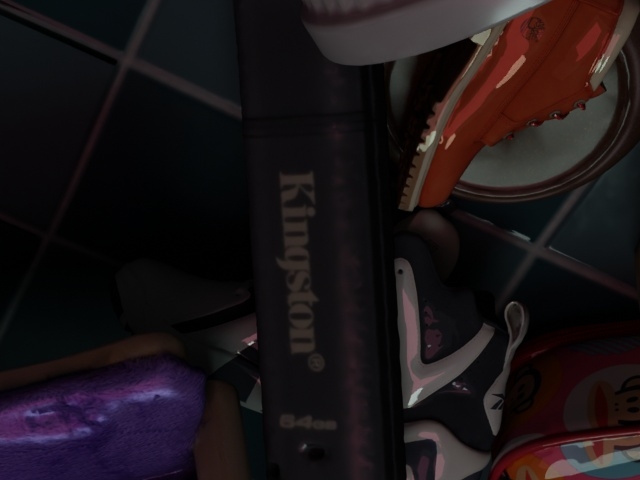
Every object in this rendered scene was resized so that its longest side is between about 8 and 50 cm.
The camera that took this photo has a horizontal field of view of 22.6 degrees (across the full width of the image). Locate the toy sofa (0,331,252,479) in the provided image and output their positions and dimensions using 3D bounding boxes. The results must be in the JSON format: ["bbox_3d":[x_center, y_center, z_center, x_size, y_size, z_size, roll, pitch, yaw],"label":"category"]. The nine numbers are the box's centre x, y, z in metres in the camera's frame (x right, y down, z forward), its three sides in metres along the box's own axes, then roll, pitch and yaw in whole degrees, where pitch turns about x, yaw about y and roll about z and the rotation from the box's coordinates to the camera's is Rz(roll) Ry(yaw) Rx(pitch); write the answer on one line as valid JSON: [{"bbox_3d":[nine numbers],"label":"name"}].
[{"bbox_3d":[-0.207,0.177,0.807,0.363,0.150,0.177,-11,149,0],"label":"toy sofa"}]

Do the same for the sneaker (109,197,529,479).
[{"bbox_3d":[0.008,0.030,0.884,0.235,0.094,0.153,29,95,22],"label":"sneaker"}]

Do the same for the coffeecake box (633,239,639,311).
[{"bbox_3d":[0.210,-0.019,0.781,0.068,0.142,0.185,8,126,1],"label":"coffeecake box"}]

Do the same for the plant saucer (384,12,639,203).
[{"bbox_3d":[0.094,-0.082,0.822,0.169,0.029,0.168,4,126,6],"label":"plant saucer"}]

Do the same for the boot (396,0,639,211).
[{"bbox_3d":[0.092,-0.069,0.780,0.085,0.059,0.158,19,125,-13],"label":"boot"}]

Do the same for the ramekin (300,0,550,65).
[{"bbox_3d":[0.065,-0.171,0.657,0.207,0.207,0.109,-23,112,22],"label":"ramekin"}]

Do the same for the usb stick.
[{"bbox_3d":[0.000,0.000,0.808,0.077,0.045,0.278,-2,96,17],"label":"usb stick"}]

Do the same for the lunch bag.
[{"bbox_3d":[0.241,0.177,0.934,0.258,0.120,0.293,-8,124,12],"label":"lunch bag"}]
